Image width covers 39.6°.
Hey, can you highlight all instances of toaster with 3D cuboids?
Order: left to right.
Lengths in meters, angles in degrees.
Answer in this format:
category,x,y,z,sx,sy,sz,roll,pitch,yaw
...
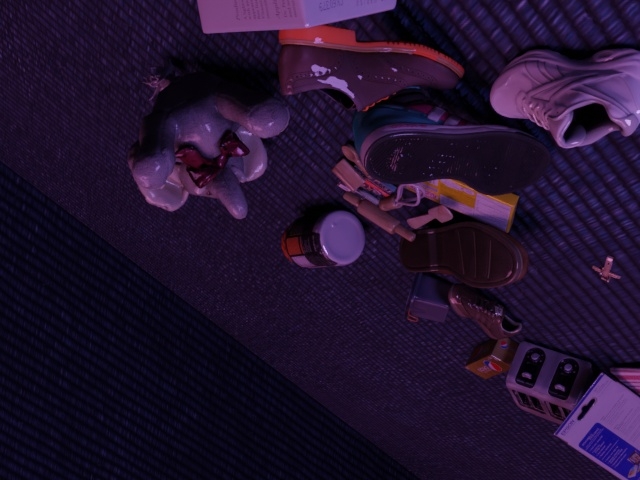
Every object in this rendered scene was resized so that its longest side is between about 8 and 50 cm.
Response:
category,x,y,z,sx,sy,sz,roll,pitch,yaw
toaster,0.508,0.318,1.938,0.168,0.110,0.186,18,157,34

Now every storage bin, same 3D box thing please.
category,x,y,z,sx,sy,sz,roll,pitch,yaw
storage bin,0.234,0.131,1.913,0.091,0.098,0.135,16,158,9

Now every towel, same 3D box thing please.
category,x,y,z,sx,sy,sz,roll,pitch,yaw
towel,0.689,0.302,1.768,0.197,0.029,0.144,35,163,-11

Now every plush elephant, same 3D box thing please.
category,x,y,z,sx,sy,sz,roll,pitch,yaw
plush elephant,-0.202,-0.153,1.595,0.330,0.271,0.255,51,167,48

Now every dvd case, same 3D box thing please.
category,x,y,z,sx,sy,sz,roll,pitch,yaw
dvd case,0.085,-0.101,1.664,0.087,0.013,0.119,32,159,-5

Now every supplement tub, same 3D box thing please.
category,x,y,z,sx,sy,sz,roll,pitch,yaw
supplement tub,0.000,0.000,1.877,0.117,0.117,0.190,38,160,-22

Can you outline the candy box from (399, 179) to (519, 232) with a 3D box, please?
category,x,y,z,sx,sy,sz,roll,pitch,yaw
candy box,0.227,-0.083,1.483,0.205,0.027,0.105,25,163,15

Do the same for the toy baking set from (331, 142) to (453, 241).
category,x,y,z,sx,sy,sz,roll,pitch,yaw
toy baking set,0.116,-0.075,1.567,0.256,0.030,0.197,36,158,19

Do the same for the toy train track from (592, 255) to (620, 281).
category,x,y,z,sx,sy,sz,roll,pitch,yaw
toy train track,0.474,0.049,1.475,0.048,0.014,0.083,23,159,20

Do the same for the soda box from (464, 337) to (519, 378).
category,x,y,z,sx,sy,sz,roll,pitch,yaw
soda box,0.399,0.271,2.056,0.061,0.058,0.181,30,161,-1

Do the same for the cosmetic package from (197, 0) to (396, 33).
category,x,y,z,sx,sy,sz,roll,pitch,yaw
cosmetic package,-0.036,-0.323,1.008,0.183,0.151,0.151,12,117,44

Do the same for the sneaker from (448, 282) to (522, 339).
category,x,y,z,sx,sy,sz,roll,pitch,yaw
sneaker,0.342,0.139,1.836,0.188,0.066,0.071,36,144,-31

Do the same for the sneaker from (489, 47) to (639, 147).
category,x,y,z,sx,sy,sz,roll,pitch,yaw
sneaker,0.287,-0.164,1.067,0.090,0.115,0.232,43,157,-31

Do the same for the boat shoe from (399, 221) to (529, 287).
category,x,y,z,sx,sy,sz,roll,pitch,yaw
boat shoe,0.268,0.016,1.564,0.104,0.111,0.307,-3,-172,-31

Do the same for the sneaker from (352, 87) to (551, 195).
category,x,y,z,sx,sy,sz,roll,pitch,yaw
sneaker,0.169,-0.155,1.265,0.295,0.178,0.124,4,129,-25

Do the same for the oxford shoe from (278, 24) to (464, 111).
category,x,y,z,sx,sy,sz,roll,pitch,yaw
oxford shoe,0.065,-0.214,1.156,0.271,0.098,0.097,4,-174,-26

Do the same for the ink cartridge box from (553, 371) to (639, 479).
category,x,y,z,sx,sy,sz,roll,pitch,yaw
ink cartridge box,0.631,0.401,1.851,0.332,0.165,0.065,35,-174,-22
